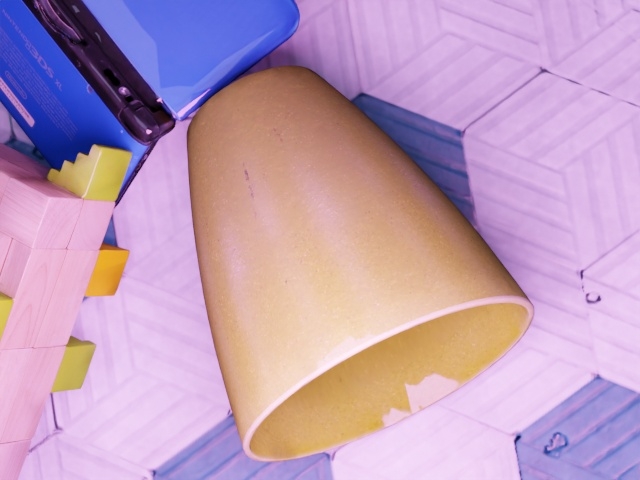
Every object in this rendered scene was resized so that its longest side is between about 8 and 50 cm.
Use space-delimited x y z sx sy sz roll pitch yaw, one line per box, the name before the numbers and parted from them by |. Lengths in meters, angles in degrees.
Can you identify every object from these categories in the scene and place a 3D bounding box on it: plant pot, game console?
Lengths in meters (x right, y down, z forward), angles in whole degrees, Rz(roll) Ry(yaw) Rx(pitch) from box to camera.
plant pot | 0.000 0.000 1.267 0.274 0.275 0.294 -28 69 5
game console | -0.204 -0.218 1.362 0.173 0.250 0.293 -33 81 -37

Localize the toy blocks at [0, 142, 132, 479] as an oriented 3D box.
toy blocks | -0.360 0.045 1.332 0.261 0.190 0.381 26 101 26
